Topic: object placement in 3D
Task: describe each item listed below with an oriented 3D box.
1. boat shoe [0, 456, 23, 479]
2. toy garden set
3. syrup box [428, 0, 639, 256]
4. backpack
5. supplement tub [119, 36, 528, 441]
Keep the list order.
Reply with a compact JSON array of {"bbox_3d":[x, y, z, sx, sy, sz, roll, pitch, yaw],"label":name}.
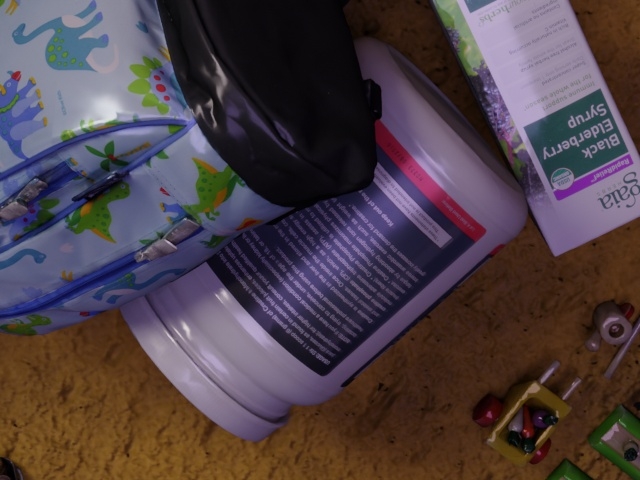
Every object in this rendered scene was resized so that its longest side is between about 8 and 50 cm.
[{"bbox_3d":[-0.278,0.210,1.532,0.183,0.066,0.066,41,100,-17],"label":"boat shoe"},{"bbox_3d":[0.269,0.140,1.566,0.204,0.049,0.244,38,102,-17],"label":"toy garden set"},{"bbox_3d":[0.167,-0.116,1.440,0.093,0.096,0.236,-26,109,4],"label":"syrup box"},{"bbox_3d":[-0.168,-0.087,1.305,0.273,0.290,0.355,15,142,-37],"label":"backpack"},{"bbox_3d":[0.000,0.000,1.396,0.272,0.191,0.191,-42,108,10],"label":"supplement tub"}]
